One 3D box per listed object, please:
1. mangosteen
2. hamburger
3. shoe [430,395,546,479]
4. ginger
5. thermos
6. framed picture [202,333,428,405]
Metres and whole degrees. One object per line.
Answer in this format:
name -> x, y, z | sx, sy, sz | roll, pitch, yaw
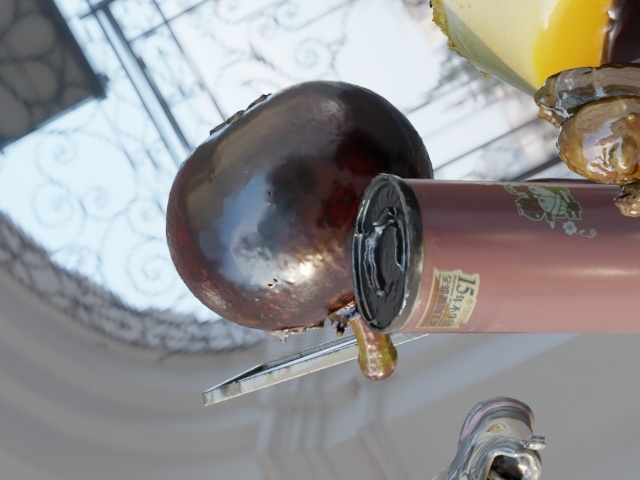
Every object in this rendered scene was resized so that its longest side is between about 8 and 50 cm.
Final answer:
mangosteen -> 0.000, 0.000, 1.333 | 0.261, 0.235, 0.235 | 60, -170, -1
hamburger -> 0.202, -0.234, 1.141 | 0.179, 0.276, 0.294 | 47, 159, 32
shoe -> 0.165, 0.246, 1.532 | 0.089, 0.180, 0.092 | 25, -172, -21
ginger -> 0.209, -0.059, 0.933 | 0.103, 0.162, 0.073 | -80, -11, -57
thermos -> 0.190, 0.011, 1.138 | 0.136, 0.330, 0.109 | -163, 75, -70
framed picture -> 0.028, 0.121, 1.777 | 0.211, 0.290, 0.020 | -14, -95, -74
